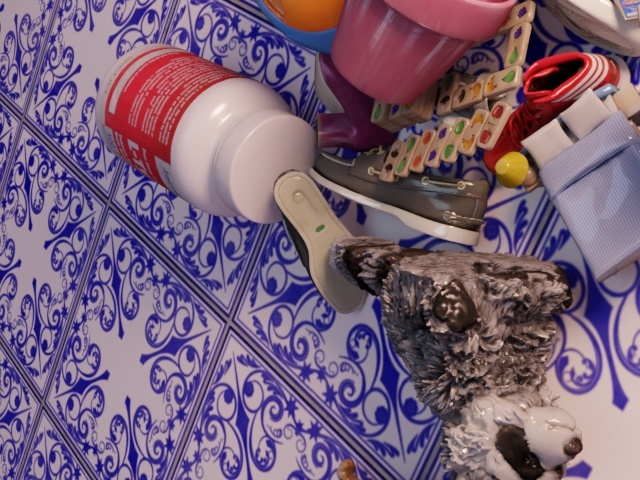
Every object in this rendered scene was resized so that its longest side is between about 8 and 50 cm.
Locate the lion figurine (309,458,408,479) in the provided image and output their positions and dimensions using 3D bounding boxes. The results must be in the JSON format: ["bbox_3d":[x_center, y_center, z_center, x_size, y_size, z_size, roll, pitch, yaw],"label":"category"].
[{"bbox_3d":[0.061,0.469,1.326,0.240,0.142,0.392,34,124,36],"label":"lion figurine"}]

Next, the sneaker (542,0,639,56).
[{"bbox_3d":[0.301,-0.367,1.164,0.148,0.131,0.350,-45,62,8],"label":"sneaker"}]

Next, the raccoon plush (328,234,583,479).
[{"bbox_3d":[0.169,0.165,1.235,0.446,0.216,0.299,-156,65,-69],"label":"raccoon plush"}]

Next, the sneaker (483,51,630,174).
[{"bbox_3d":[0.256,-0.162,1.175,0.221,0.128,0.087,-44,55,35],"label":"sneaker"}]

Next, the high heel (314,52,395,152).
[{"bbox_3d":[0.050,-0.238,1.478,0.082,0.117,0.244,94,175,-51],"label":"high heel"}]

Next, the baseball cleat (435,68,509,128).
[{"bbox_3d":[0.194,-0.200,1.283,0.109,0.072,0.206,-34,40,18],"label":"baseball cleat"}]

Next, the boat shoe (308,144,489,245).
[{"bbox_3d":[0.107,-0.081,1.347,0.305,0.109,0.091,25,103,41],"label":"boat shoe"}]

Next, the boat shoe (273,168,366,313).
[{"bbox_3d":[0.000,0.000,1.433,0.233,0.084,0.079,63,172,-11],"label":"boat shoe"}]

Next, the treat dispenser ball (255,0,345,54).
[{"bbox_3d":[0.034,-0.403,1.333,0.288,0.288,0.288,-8,79,47],"label":"treat dispenser ball"}]

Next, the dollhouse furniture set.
[{"bbox_3d":[0.333,-0.060,1.003,0.303,0.198,0.286,-38,60,32],"label":"dollhouse furniture set"}]

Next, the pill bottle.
[{"bbox_3d":[-0.186,-0.175,1.585,0.407,0.229,0.229,30,107,46],"label":"pill bottle"}]

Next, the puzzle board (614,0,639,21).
[{"bbox_3d":[0.380,-0.293,1.075,0.011,0.128,0.096,99,157,-66],"label":"puzzle board"}]

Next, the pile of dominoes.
[{"bbox_3d":[0.153,-0.186,1.207,0.251,0.040,0.196,-14,58,57],"label":"pile of dominoes"}]

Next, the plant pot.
[{"bbox_3d":[0.107,-0.272,1.158,0.180,0.201,0.201,-57,48,37],"label":"plant pot"}]
